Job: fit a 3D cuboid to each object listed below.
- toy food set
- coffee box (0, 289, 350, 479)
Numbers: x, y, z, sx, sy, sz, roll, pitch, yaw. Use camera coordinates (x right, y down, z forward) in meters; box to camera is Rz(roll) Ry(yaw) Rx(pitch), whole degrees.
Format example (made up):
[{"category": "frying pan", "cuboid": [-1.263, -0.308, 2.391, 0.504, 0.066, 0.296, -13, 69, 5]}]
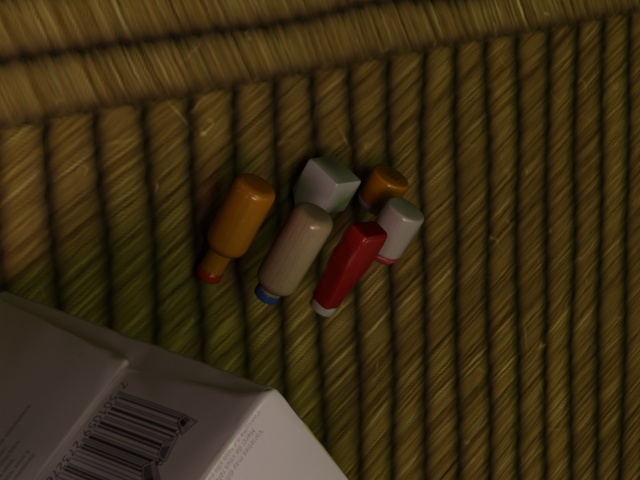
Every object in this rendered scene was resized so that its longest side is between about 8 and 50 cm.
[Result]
[{"category": "toy food set", "cuboid": [0.000, 0.000, 1.484, 0.232, 0.111, 0.104, -11, 139, -54]}, {"category": "coffee box", "cuboid": [-0.161, 0.294, 1.217, 0.338, 0.338, 0.334, -53, 131, -22]}]
